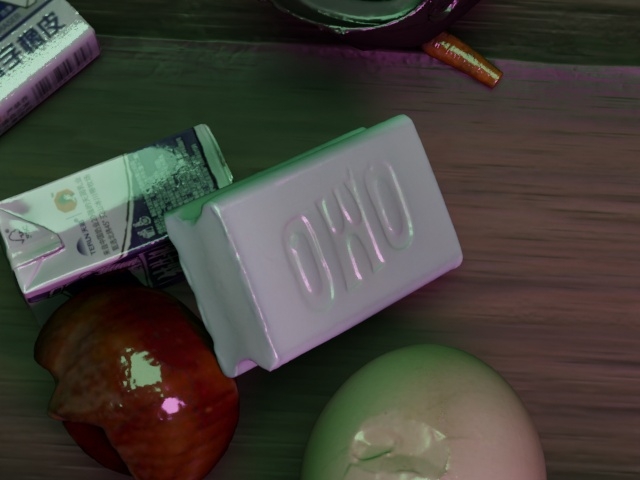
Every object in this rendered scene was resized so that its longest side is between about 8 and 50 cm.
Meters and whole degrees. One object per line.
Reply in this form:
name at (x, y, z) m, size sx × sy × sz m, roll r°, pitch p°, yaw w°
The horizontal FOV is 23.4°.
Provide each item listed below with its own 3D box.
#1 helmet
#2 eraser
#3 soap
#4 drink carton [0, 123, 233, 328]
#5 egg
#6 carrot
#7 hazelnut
helmet at (0.072, -0.295, 1.559) m, size 0.305 × 0.177 × 0.225 m, roll -43°, pitch 68°, yaw -8°
eraser at (-0.342, -0.176, 1.567) m, size 0.210 × 0.068 × 0.124 m, roll -41°, pitch 77°, yaw -13°
soap at (0.000, 0.000, 1.411) m, size 0.265 × 0.088 × 0.159 m, roll -26°, pitch 97°, yaw -42°
drink carton at (-0.189, -0.009, 1.474) m, size 0.222 × 0.134 × 0.101 m, roll -21°, pitch 74°, yaw -8°
egg at (0.089, 0.220, 1.351) m, size 0.219 × 0.219 × 0.269 m, roll 6°, pitch 57°, yaw 1°
carrot at (0.145, -0.190, 1.601) m, size 0.093 × 0.032 × 0.032 m, roll 32°, pitch 73°, yaw 7°
hazelnut at (-0.166, 0.128, 1.415) m, size 0.202 × 0.170 × 0.160 m, roll 39°, pitch 92°, yaw 24°
